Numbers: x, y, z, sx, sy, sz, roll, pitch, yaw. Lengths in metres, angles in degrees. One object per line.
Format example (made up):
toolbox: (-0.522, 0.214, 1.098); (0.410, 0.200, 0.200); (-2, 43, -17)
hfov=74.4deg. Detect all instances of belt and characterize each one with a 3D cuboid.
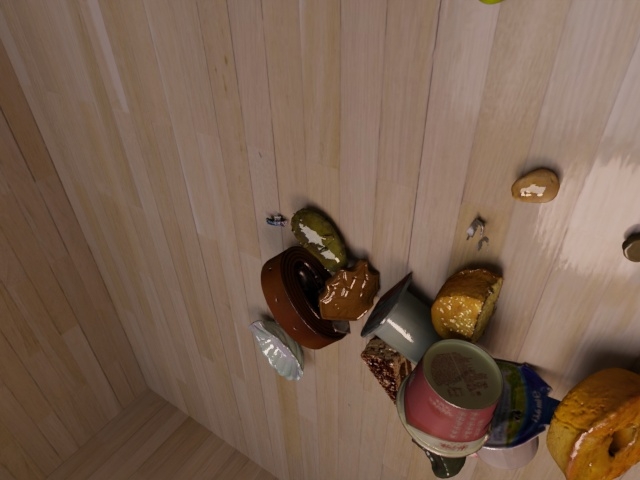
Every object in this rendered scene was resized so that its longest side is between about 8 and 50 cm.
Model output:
belt: (-0.045, 0.187, 1.332); (0.122, 0.217, 0.338); (-30, 96, 41)

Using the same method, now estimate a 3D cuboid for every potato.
potato: (0.000, 0.000, 1.246); (0.225, 0.090, 0.117); (49, 138, 0)
potato: (0.429, -0.105, 0.845); (0.084, 0.062, 0.068); (-13, 84, 14)

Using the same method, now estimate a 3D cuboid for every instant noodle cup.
instant noodle cup: (0.309, 0.354, 0.991); (0.235, 0.235, 0.178); (26, 135, 22)

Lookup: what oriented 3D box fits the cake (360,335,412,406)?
cake: (0.217, 0.423, 1.371); (0.135, 0.112, 0.245); (12, 130, 36)

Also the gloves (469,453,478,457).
gloves: (0.438, 0.577, 1.301); (0.241, 0.126, 0.145); (43, 162, 1)

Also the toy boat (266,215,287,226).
toy boat: (-0.139, -0.064, 1.355); (0.084, 0.038, 0.038); (11, 126, 33)

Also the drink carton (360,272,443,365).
drink carton: (0.239, 0.240, 1.171); (0.190, 0.191, 0.185); (41, 136, -2)

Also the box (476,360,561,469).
box: (0.496, 0.474, 1.119); (0.292, 0.262, 0.206); (-4, 130, 30)

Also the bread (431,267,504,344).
bread: (0.352, 0.166, 1.044); (0.140, 0.143, 0.228); (23, 133, 26)

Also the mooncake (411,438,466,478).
mooncake: (0.386, 0.680, 1.380); (0.169, 0.174, 0.104); (13, 140, -26)

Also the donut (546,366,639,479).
donut: (0.628, 0.406, 0.930); (0.110, 0.303, 0.302); (-127, 23, -57)

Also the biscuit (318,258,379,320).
biscuit: (0.092, 0.149, 1.238); (0.034, 0.183, 0.215); (58, 133, 54)

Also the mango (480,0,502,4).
mango: (0.283, -0.473, 0.680); (0.117, 0.089, 0.163); (6, 112, 46)

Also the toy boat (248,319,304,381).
toy boat: (-0.160, 0.423, 1.681); (0.290, 0.100, 0.199); (51, 137, -5)

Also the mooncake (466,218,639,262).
mooncake: (0.482, 0.004, 0.886); (0.347, 0.057, 0.150); (24, 120, 27)
